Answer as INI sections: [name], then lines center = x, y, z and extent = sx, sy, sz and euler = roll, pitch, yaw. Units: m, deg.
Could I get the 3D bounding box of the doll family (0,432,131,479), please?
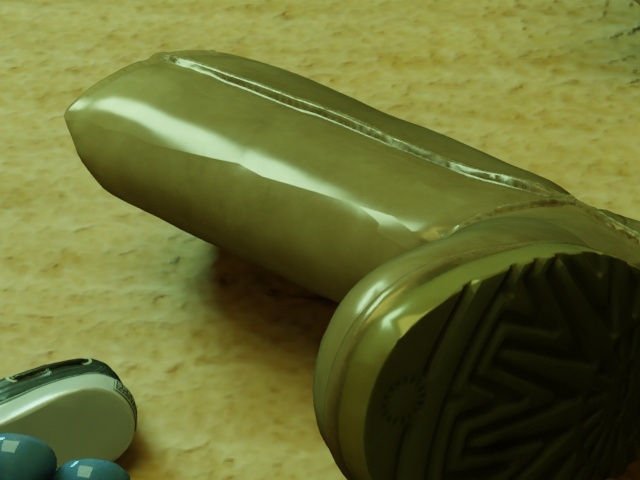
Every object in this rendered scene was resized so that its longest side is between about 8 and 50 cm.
[doll family]
center = -0.007, 0.165, 0.464
extent = 0.263, 0.118, 0.163
euler = 7, 36, -6

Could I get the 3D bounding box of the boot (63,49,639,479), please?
[boot]
center = 0.000, 0.000, 0.578
extent = 0.269, 0.089, 0.236
euler = 26, 15, 37

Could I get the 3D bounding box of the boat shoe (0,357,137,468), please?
[boat shoe]
center = -0.139, 0.082, 0.615
extent = 0.142, 0.049, 0.040
euler = -17, 24, -8

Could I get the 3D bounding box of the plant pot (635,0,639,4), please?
[plant pot]
center = 0.237, -0.251, 0.762
extent = 0.256, 0.256, 0.274
euler = 0, 28, 13
